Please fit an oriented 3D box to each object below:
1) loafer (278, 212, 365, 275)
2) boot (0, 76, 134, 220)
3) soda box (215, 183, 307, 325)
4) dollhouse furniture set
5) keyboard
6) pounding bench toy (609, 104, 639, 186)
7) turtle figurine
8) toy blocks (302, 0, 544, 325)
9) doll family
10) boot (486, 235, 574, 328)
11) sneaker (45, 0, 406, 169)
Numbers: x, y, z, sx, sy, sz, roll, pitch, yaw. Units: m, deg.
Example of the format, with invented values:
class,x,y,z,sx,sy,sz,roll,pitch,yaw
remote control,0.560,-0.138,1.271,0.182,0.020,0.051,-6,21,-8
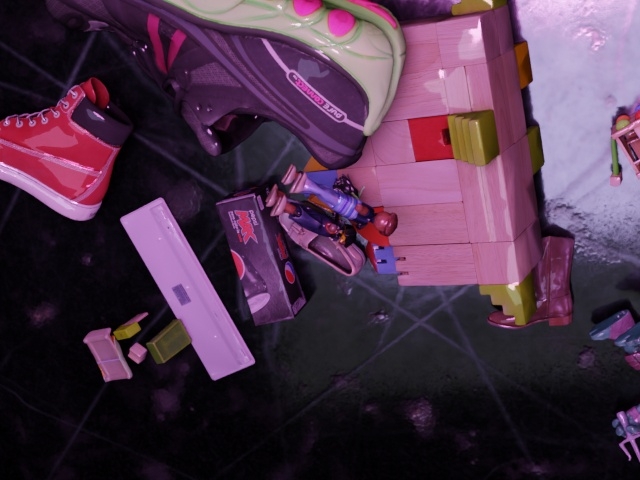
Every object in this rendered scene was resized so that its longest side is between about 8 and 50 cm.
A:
class,x,y,z,sx,sy,sz,roll,pitch,yaw
loafer,0.000,0.000,1.268,0.125,0.039,0.045,35,115,3
boot,-0.366,-0.157,1.301,0.244,0.088,0.176,27,114,-3
soda box,-0.074,0.019,1.290,0.060,0.053,0.169,-13,104,20
dollhouse furniture set,-0.252,0.142,1.400,0.152,0.058,0.076,-14,109,42
keyboard,-0.177,0.068,1.362,0.072,0.014,0.256,-24,100,27
pounding bench toy,0.343,-0.105,1.124,0.083,0.052,0.065,-31,97,24
turtle figurine,0.411,0.191,1.177,0.234,0.118,0.175,56,154,-5
toy blocks,0.095,-0.098,1.152,0.261,0.191,0.381,-3,107,30
doll family,0.012,-0.032,1.068,0.111,0.193,0.076,29,99,-11
boot,0.249,0.046,1.212,0.106,0.037,0.114,-5,111,4
sneaker,-0.138,-0.201,1.105,0.483,0.185,0.202,25,115,33
